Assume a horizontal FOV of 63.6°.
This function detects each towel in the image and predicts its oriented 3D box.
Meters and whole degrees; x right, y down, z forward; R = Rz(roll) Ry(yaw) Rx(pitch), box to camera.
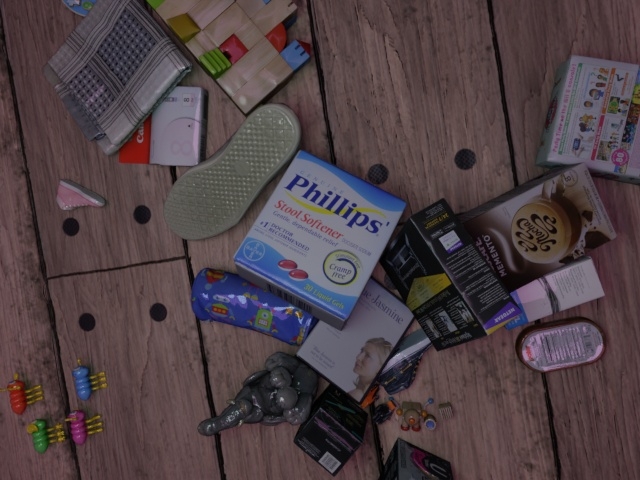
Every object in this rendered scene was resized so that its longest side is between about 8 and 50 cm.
[{"bbox_3d":[-0.503,-0.412,1.237,0.324,0.056,0.312,-42,82,16],"label":"towel"}]

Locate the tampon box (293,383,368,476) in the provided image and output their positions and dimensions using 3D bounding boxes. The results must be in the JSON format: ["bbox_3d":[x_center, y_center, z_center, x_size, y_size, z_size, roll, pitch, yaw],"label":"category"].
[{"bbox_3d":[0.027,0.423,1.171,0.120,0.161,0.101,39,99,6],"label":"tampon box"}]

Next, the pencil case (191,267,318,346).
[{"bbox_3d":[-0.154,0.158,1.207,0.306,0.119,0.133,13,101,8],"label":"pencil case"}]

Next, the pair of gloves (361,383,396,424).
[{"bbox_3d":[0.133,0.384,1.212,0.083,0.010,0.074,46,109,33],"label":"pair of gloves"}]

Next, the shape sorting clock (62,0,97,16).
[{"bbox_3d":[-0.559,-0.654,1.270,0.206,0.040,0.206,0,93,9],"label":"shape sorting clock"}]

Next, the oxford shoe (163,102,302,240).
[{"bbox_3d":[-0.196,-0.149,1.186,0.449,0.130,0.169,-39,99,28],"label":"oxford shoe"}]

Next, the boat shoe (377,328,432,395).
[{"bbox_3d":[0.207,0.277,1.192,0.183,0.065,0.083,-36,100,8],"label":"boat shoe"}]

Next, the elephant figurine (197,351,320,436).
[{"bbox_3d":[-0.133,0.364,1.193,0.239,0.169,0.186,-35,123,28],"label":"elephant figurine"}]

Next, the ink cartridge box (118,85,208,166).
[{"bbox_3d":[-0.393,-0.277,1.257,0.232,0.066,0.189,3,93,5],"label":"ink cartridge box"}]

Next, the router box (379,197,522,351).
[{"bbox_3d":[0.237,0.084,1.028,0.081,0.309,0.243,-29,78,-12],"label":"router box"}]

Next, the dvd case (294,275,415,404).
[{"bbox_3d":[0.086,0.209,1.156,0.180,0.022,0.253,38,69,-1],"label":"dvd case"}]

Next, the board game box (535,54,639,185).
[{"bbox_3d":[0.638,-0.241,1.078,0.303,0.097,0.224,13,94,7],"label":"board game box"}]

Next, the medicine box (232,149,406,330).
[{"bbox_3d":[0.000,0.000,1.115,0.263,0.149,0.289,27,73,6],"label":"medicine box"}]

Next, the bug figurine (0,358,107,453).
[{"bbox_3d":[-0.683,0.430,1.327,0.278,0.072,0.216,-14,91,9],"label":"bug figurine"}]

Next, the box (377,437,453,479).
[{"bbox_3d":[0.200,0.570,1.108,0.142,0.247,0.163,24,96,5],"label":"box"}]

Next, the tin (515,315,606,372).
[{"bbox_3d":[0.533,0.231,1.148,0.189,0.040,0.106,-14,86,9],"label":"tin"}]

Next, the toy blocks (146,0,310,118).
[{"bbox_3d":[-0.166,-0.474,1.163,0.261,0.191,0.381,-41,97,0],"label":"toy blocks"}]

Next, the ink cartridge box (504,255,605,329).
[{"bbox_3d":[0.465,0.103,1.094,0.203,0.148,0.086,-21,90,10],"label":"ink cartridge box"}]

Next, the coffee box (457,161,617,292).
[{"bbox_3d":[0.408,-0.015,1.043,0.297,0.119,0.168,-27,95,-5],"label":"coffee box"}]

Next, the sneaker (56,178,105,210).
[{"bbox_3d":[-0.607,-0.097,1.301,0.134,0.051,0.070,26,98,10],"label":"sneaker"}]

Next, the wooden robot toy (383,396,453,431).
[{"bbox_3d":[0.218,0.409,1.183,0.173,0.079,0.076,0,93,9],"label":"wooden robot toy"}]
